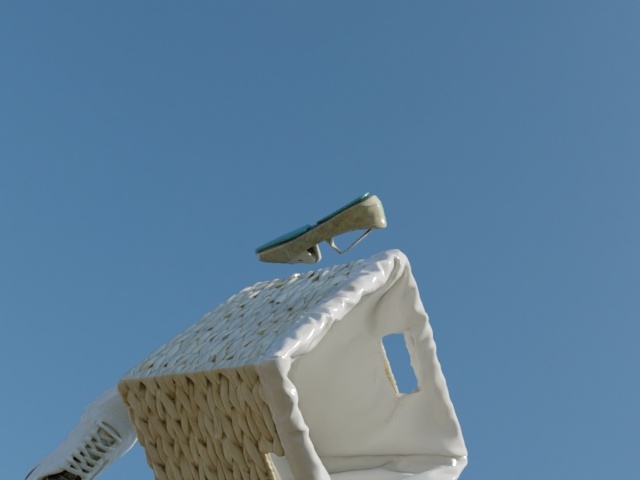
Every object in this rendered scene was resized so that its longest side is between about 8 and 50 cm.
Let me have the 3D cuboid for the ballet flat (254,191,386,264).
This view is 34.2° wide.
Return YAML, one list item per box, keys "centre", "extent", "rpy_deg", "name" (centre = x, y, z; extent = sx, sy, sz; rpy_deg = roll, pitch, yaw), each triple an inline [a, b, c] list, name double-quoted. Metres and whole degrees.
- centre: [0.000, 0.000, 1.225]
  extent: [0.168, 0.057, 0.052]
  rpy_deg: [-26, -87, 17]
  name: "ballet flat"

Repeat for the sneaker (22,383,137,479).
- centre: [-0.323, 0.298, 1.448]
  extent: [0.090, 0.095, 0.235]
  rpy_deg: [42, -92, -8]
  name: "sneaker"

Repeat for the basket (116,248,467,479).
- centre: [-0.021, 0.225, 1.311]
  extent: [0.267, 0.331, 0.328]
  rpy_deg: [-8, -73, 35]
  name: "basket"
